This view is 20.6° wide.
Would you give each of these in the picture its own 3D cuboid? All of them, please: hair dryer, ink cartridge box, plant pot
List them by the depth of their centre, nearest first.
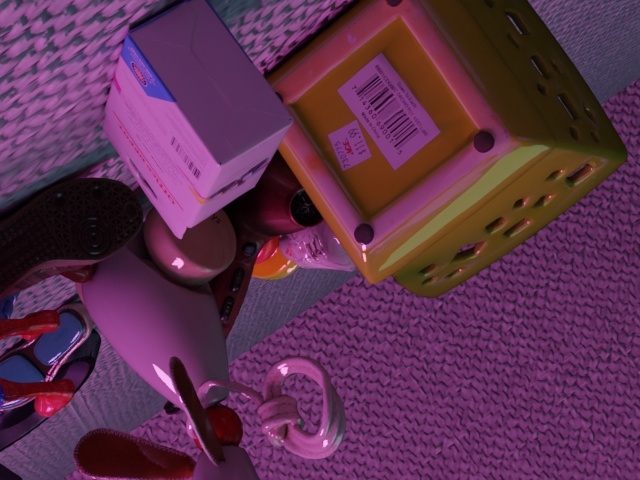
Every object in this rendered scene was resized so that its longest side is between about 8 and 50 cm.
[{"bbox_3d":[-0.086,-0.078,1.172,0.061,0.104,0.181,-33,174,-19],"label":"ink cartridge box"},{"bbox_3d":[0.089,-0.098,1.476,0.227,0.228,0.207,-38,166,19],"label":"plant pot"},{"bbox_3d":[-0.065,0.019,1.625,0.080,0.224,0.293,10,145,-24],"label":"hair dryer"}]

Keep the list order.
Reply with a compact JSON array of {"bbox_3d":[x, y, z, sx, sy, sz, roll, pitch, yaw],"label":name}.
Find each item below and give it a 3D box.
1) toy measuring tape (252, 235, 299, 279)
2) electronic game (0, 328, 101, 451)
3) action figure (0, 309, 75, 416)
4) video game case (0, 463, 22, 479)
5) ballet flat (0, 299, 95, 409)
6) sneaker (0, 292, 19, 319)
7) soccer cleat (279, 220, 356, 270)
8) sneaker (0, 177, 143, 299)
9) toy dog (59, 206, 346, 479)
[{"bbox_3d":[-0.089,0.013,1.831,0.330,0.121,0.121,-40,173,37],"label":"toy measuring tape"},{"bbox_3d":[-0.341,0.175,1.982,0.229,0.048,0.229,-38,167,-10],"label":"electronic game"},{"bbox_3d":[-0.324,0.106,1.212,0.280,0.091,0.139,-1,160,-45],"label":"action figure"},{"bbox_3d":[-0.409,0.226,1.445,0.274,0.196,0.026,-37,-148,22],"label":"video game case"},{"bbox_3d":[-0.288,0.120,1.842,0.168,0.057,0.052,-38,-177,25],"label":"ballet flat"},{"bbox_3d":[-0.264,0.048,1.379,0.053,0.059,0.144,-43,172,38],"label":"sneaker"},{"bbox_3d":[0.000,0.000,1.647,0.076,0.068,0.196,-12,179,-3],"label":"soccer cleat"},{"bbox_3d":[-0.223,0.003,1.327,0.188,0.066,0.071,-25,-174,-36],"label":"sneaker"},{"bbox_3d":[-0.145,0.109,1.513,0.161,0.334,0.220,0,135,-41],"label":"toy dog"}]
